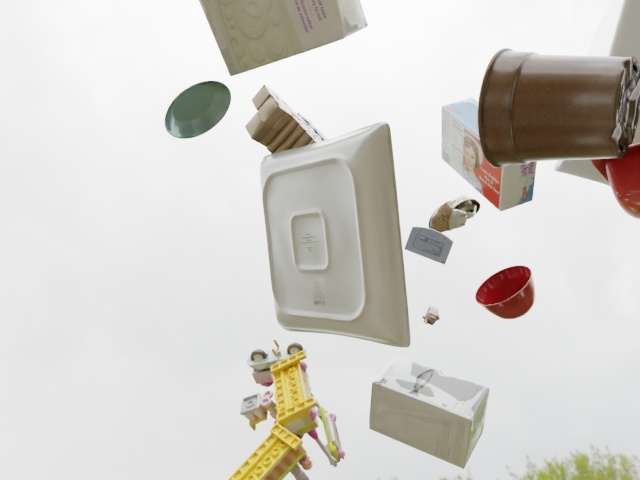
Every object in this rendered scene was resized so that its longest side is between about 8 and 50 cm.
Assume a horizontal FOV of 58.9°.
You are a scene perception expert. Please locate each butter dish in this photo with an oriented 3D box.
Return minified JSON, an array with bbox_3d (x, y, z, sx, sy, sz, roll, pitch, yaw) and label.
[{"bbox_3d":[0.494,-0.072,0.817,0.160,0.118,0.160,-11,-24,42],"label":"butter dish"}]

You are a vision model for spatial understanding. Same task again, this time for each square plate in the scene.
[{"bbox_3d":[0.000,0.000,0.968,0.049,0.344,0.347,-6,2,-38],"label":"square plate"}]

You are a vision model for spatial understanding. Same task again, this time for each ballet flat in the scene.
[{"bbox_3d":[0.336,-0.066,1.389,0.067,0.206,0.073,13,-61,33],"label":"ballet flat"}]

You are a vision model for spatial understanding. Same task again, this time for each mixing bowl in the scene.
[{"bbox_3d":[0.560,0.166,1.671,0.181,0.181,0.098,-30,-74,22],"label":"mixing bowl"}]

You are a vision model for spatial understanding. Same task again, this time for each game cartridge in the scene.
[{"bbox_3d":[0.208,0.006,1.083,0.083,0.017,0.056,22,-78,18],"label":"game cartridge"}]

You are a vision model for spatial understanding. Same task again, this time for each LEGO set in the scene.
[{"bbox_3d":[-0.045,0.240,0.623,0.132,0.287,0.107,-16,-60,24],"label":"LEGO set"}]

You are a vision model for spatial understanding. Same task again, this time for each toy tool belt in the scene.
[{"bbox_3d":[0.352,0.249,1.812,0.052,0.083,0.051,27,-64,6],"label":"toy tool belt"}]

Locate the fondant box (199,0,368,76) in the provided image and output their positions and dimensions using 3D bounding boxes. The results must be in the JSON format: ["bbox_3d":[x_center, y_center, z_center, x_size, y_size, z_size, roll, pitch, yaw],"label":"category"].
[{"bbox_3d":[-0.094,-0.488,1.127,0.330,0.096,0.238,-3,-62,41],"label":"fondant box"}]

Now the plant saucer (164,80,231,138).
[{"bbox_3d":[-0.323,-0.346,1.466,0.195,0.037,0.195,-33,-20,-14],"label":"plant saucer"}]

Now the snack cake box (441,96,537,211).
[{"bbox_3d":[0.382,-0.206,1.315,0.089,0.264,0.152,-19,-49,-11],"label":"snack cake box"}]

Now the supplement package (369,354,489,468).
[{"bbox_3d":[0.188,0.295,0.994,0.179,0.105,0.105,14,-64,28],"label":"supplement package"}]

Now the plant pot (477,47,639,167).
[{"bbox_3d":[0.322,-0.175,0.755,0.165,0.167,0.167,10,-43,38],"label":"plant pot"}]

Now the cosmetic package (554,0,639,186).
[{"bbox_3d":[0.726,-0.326,1.158,0.329,0.393,0.327,17,-10,13],"label":"cosmetic package"}]

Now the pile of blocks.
[{"bbox_3d":[-0.015,-0.142,1.132,0.362,0.149,0.112,46,-71,4],"label":"pile of blocks"}]
